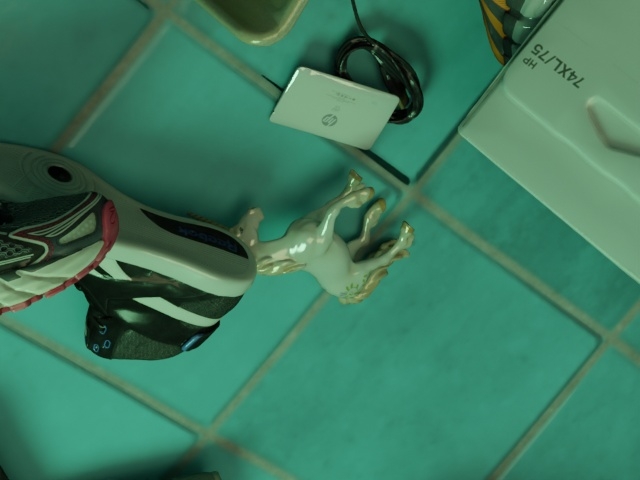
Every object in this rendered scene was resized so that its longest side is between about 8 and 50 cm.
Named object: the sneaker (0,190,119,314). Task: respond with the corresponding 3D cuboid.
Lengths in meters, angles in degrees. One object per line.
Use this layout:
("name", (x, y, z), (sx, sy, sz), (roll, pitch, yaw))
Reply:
("sneaker", (-0.278, -0.009, 1.073), (0.299, 0.121, 0.112), (-2, 104, 3))

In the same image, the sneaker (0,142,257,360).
("sneaker", (-0.166, 0.023, 1.197), (0.217, 0.079, 0.121), (24, 123, -15))

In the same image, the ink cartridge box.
("ink cartridge box", (0.269, -0.064, 1.194), (0.197, 0.198, 0.270), (-51, 152, 8))

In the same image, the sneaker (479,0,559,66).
("sneaker", (0.112, -0.247, 1.159), (0.124, 0.180, 0.321), (-49, 158, -22))

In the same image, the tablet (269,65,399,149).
("tablet", (0.010, -0.096, 1.237), (0.083, 0.006, 0.054), (16, 128, -21))

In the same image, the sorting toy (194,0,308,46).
("sorting toy", (-0.028, -0.242, 1.054), (0.038, 0.193, 0.208), (28, 101, -41))

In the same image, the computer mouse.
("computer mouse", (0.021, -0.181, 1.200), (0.071, 0.041, 0.242), (-19, 128, 4))

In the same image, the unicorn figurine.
("unicorn figurine", (0.000, 0.000, 1.261), (0.111, 0.060, 0.162), (-45, 122, 3))

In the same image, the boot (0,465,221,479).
("boot", (-0.175, 0.208, 1.285), (0.209, 0.076, 0.189), (-6, 131, -12))
